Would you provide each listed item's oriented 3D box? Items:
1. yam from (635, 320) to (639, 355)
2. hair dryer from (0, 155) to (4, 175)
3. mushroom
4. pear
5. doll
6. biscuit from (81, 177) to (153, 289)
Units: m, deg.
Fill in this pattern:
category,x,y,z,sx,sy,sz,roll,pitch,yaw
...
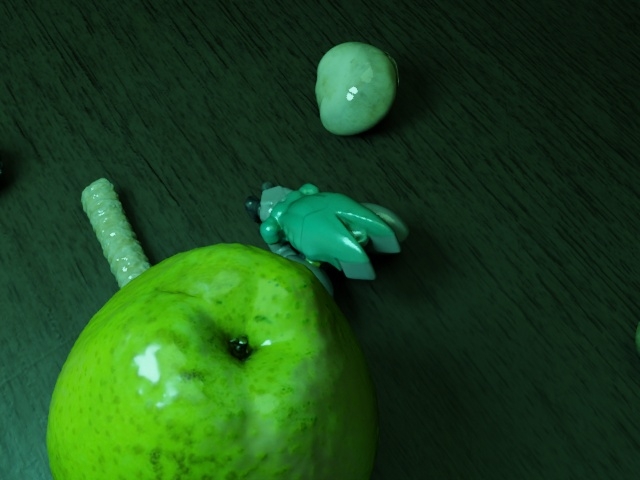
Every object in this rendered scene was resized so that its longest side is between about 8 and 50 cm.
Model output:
category,x,y,z,sx,sy,sz,roll,pitch,yaw
yam,0.574,0.090,1.160,0.330,0.133,0.133,-20,58,-10
hair dryer,-0.588,0.011,1.234,0.312,0.123,0.341,-21,68,-2
mushroom,0.057,-0.240,1.388,0.154,0.122,0.154,-8,76,33
pear,-0.111,0.183,0.942,0.390,0.391,0.391,0,55,-1
doll,0.017,-0.012,1.229,0.194,0.153,0.258,-29,42,1
biscuit,-0.286,0.005,1.248,0.061,0.055,0.219,-43,59,16
